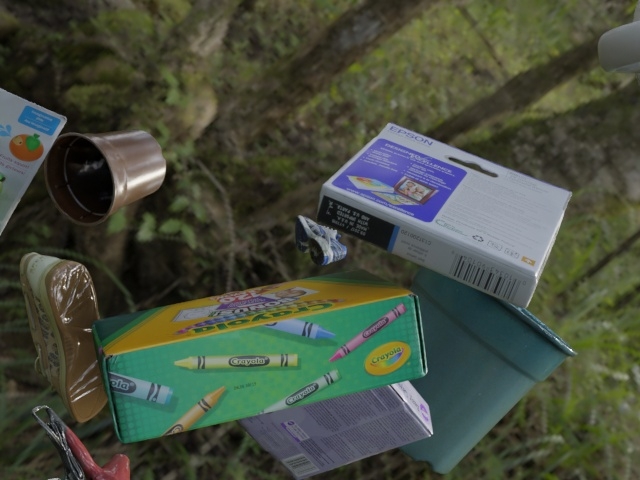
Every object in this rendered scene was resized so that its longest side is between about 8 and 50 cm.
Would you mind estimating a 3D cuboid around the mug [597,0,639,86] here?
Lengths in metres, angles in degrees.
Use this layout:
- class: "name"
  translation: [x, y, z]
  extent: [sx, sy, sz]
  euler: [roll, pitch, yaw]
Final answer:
- class: "mug"
  translation: [0.506, -0.240, 1.287]
  extent: [0.328, 0.374, 0.276]
  euler: [-152, -125, -81]

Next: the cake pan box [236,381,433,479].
- class: "cake pan box"
  translation: [0.008, 0.247, 1.699]
  extent: [0.267, 0.246, 0.070]
  euler: [50, 27, -36]

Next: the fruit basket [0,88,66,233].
- class: "fruit basket"
  translation: [-0.647, -0.137, 1.875]
  extent: [0.327, 0.353, 0.165]
  euler: [25, 38, -23]

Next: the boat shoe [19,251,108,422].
- class: "boat shoe"
  translation: [-0.375, 0.142, 1.661]
  extent: [0.089, 0.104, 0.285]
  euler: [19, -53, 31]

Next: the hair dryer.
- class: "hair dryer"
  translation: [-0.437, 0.429, 2.144]
  extent: [0.293, 0.080, 0.223]
  euler: [45, 28, -65]

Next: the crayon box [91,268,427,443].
- class: "crayon box"
  translation: [-0.062, 0.099, 1.032]
  extent: [0.165, 0.279, 0.081]
  euler: [-156, -123, -74]

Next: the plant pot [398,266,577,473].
- class: "plant pot"
  translation: [0.242, 0.231, 2.097]
  extent: [0.341, 0.334, 0.341]
  euler: [37, 4, -3]

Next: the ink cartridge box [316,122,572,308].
- class: "ink cartridge box"
  translation: [0.123, -0.032, 1.065]
  extent: [0.206, 0.045, 0.208]
  euler: [23, 29, 11]

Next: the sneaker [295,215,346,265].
- class: "sneaker"
  translation: [0.000, 0.000, 1.817]
  extent: [0.135, 0.058, 0.052]
  euler: [-130, -140, -52]

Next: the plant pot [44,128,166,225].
- class: "plant pot"
  translation: [-0.374, -0.125, 2.007]
  extent: [0.167, 0.167, 0.165]
  euler: [52, 36, 10]
